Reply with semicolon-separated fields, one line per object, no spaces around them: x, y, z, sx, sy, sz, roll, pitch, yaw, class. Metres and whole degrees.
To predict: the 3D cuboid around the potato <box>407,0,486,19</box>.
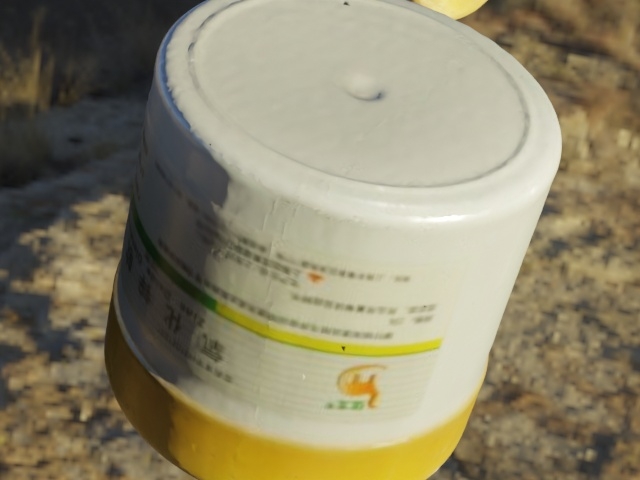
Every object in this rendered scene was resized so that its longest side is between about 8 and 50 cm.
0.175;-0.367;1.874;0.150;0.234;0.146;46;-16;-20;potato

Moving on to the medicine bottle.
0.000;0.000;0.921;0.238;0.232;0.238;9;38;-7;medicine bottle
